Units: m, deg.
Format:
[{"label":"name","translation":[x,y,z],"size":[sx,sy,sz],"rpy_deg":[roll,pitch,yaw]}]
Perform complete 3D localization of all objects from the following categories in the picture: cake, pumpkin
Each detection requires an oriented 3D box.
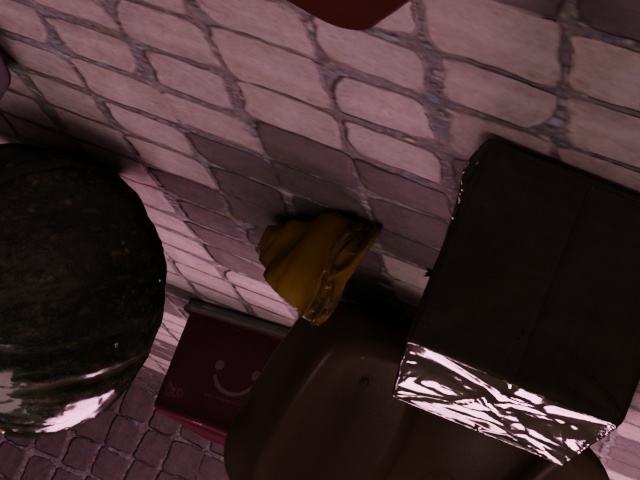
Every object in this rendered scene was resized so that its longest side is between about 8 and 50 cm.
[{"label":"cake","translation":[-0.004,-0.002,1.305],"size":[0.079,0.116,0.185],"rpy_deg":[30,-162,-7]},{"label":"pumpkin","translation":[-0.305,0.041,1.455],"size":[0.257,0.292,0.327],"rpy_deg":[-9,-156,-36]}]

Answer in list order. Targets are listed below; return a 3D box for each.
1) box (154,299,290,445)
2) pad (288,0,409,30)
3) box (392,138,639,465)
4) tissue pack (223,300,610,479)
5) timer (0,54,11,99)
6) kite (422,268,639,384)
[{"label":"box","translation":[-0.075,0.214,1.980],"size":[0.294,0.168,0.193],"rpy_deg":[15,166,35]},{"label":"pad","translation":[-0.013,-0.175,0.717],"size":[0.181,0.004,0.267],"rpy_deg":[28,167,-13]},{"label":"box","translation":[0.145,0.051,1.005],"size":[0.155,0.149,0.231],"rpy_deg":[22,166,5]},{"label":"tissue pack","translation":[0.099,0.240,1.541],"size":[0.387,0.267,0.277],"rpy_deg":[30,-177,-11]},{"label":"timer","translation":[-0.356,-0.173,1.177],"size":[0.190,0.069,0.208],"rpy_deg":[25,168,6]},{"label":"kite","translation":[0.208,0.106,1.410],"size":[0.233,0.016,0.321],"rpy_deg":[14,165,29]}]
